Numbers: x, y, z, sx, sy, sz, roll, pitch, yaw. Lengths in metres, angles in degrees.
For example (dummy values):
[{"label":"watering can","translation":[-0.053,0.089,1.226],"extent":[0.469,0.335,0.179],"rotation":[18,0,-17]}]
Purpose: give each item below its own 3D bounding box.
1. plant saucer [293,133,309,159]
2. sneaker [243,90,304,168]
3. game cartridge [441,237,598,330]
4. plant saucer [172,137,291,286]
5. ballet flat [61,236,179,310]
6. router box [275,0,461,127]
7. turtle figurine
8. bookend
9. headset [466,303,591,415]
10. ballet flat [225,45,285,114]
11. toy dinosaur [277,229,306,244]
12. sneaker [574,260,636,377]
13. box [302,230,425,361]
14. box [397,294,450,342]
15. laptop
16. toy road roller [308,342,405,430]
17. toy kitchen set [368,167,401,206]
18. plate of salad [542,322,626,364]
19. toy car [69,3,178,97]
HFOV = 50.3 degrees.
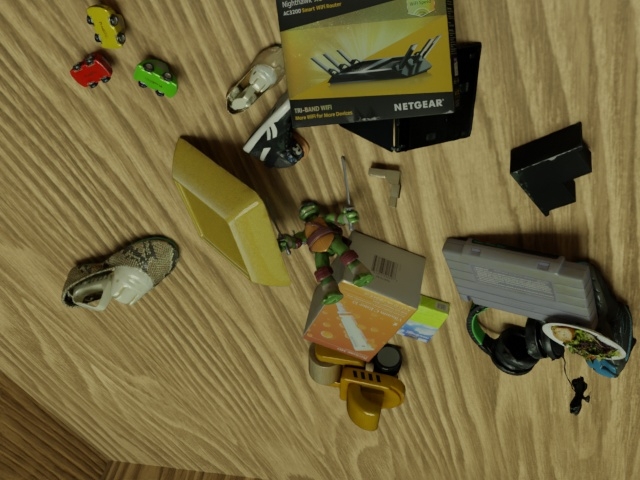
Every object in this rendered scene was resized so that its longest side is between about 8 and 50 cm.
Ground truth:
[{"label":"plant saucer","translation":[-0.067,-0.215,1.585],"extent":[0.084,0.013,0.083],"rotation":[9,142,7]},{"label":"sneaker","translation":[-0.071,-0.236,1.502],"extent":[0.121,0.079,0.217],"rotation":[33,143,-16]},{"label":"game cartridge","translation":[0.488,0.103,1.674],"extent":[0.355,0.068,0.230],"rotation":[13,143,37]},{"label":"plant saucer","translation":[-0.233,-0.047,1.661],"extent":[0.333,0.081,0.332],"rotation":[36,155,34]},{"label":"ballet flat","translation":[-0.627,0.132,2.089],"extent":[0.483,0.182,0.164],"rotation":[-16,132,34]},{"label":"router box","translation":[0.086,-0.338,1.221],"extent":[0.309,0.081,0.242],"rotation":[-2,105,22]},{"label":"turtle figurine","translation":[0.000,0.000,1.617],"extent":[0.198,0.266,0.274],"rotation":[-20,158,-21]},{"label":"bookend","translation":[0.503,-0.144,1.420],"extent":[0.157,0.072,0.156],"rotation":[-22,130,38]},{"label":"headset","translation":[0.575,0.305,1.871],"extent":[0.394,0.185,0.243],"rotation":[36,140,-8]},{"label":"ballet flat","translation":[-0.135,-0.324,1.426],"extent":[0.073,0.067,0.206],"rotation":[32,140,-20]},{"label":"toy dinosaur","translation":[-0.076,-0.002,1.855],"extent":[0.082,0.047,0.090],"rotation":[11,177,-8]},{"label":"sneaker","translation":[0.708,0.181,1.735],"extent":[0.125,0.140,0.340],"rotation":[11,133,53]},{"label":"box","translation":[0.113,0.163,1.871],"extent":[0.215,0.168,0.345],"rotation":[21,143,-7]},{"label":"box","translation":[0.297,0.229,1.992],"extent":[0.109,0.042,0.178],"rotation":[18,143,-2]},{"label":"laptop","translation":[0.168,-0.309,1.381],"extent":[0.264,0.136,0.234],"rotation":[-13,141,-4]},{"label":"toy road roller","translation":[0.109,0.464,2.194],"extent":[0.330,0.240,0.202],"rotation":[10,142,8]},{"label":"toy kitchen set","translation":[0.148,-0.122,1.585],"extent":[0.075,0.083,0.068],"rotation":[8,-176,11]},{"label":"plate of salad","translation":[0.637,0.255,1.661],"extent":[0.200,0.048,0.200],"rotation":[23,163,8]},{"label":"toy car","translation":[-0.407,-0.383,1.464],"extent":[0.225,0.053,0.239],"rotation":[26,142,-14]}]
